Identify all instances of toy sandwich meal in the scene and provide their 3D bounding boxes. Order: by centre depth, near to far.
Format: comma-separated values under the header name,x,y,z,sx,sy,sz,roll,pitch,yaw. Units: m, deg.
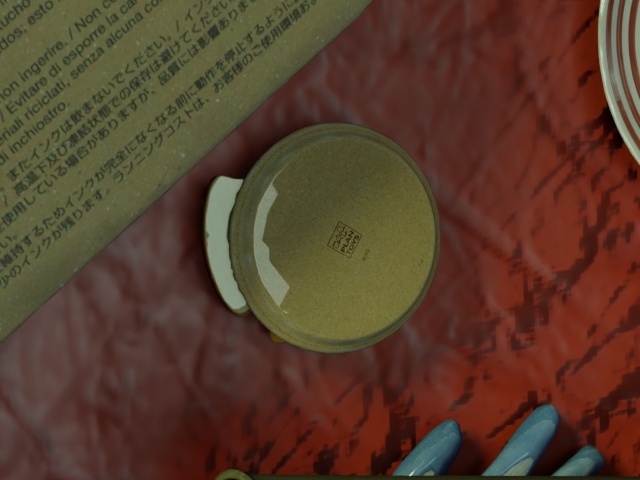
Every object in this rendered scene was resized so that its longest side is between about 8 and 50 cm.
name,x,y,z,sx,sy,sz,roll,pitch,yaw
toy sandwich meal,0.000,0.000,0.525,0.085,0.029,0.086,-1,92,-24

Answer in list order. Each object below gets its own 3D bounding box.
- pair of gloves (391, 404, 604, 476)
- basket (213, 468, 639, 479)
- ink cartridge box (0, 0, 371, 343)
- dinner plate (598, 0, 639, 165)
name,x,y,z,sx,sy,sz,roll,pitch,yaw
pair of gloves,0.072,0.165,0.566,0.159,0.023,0.198,-40,105,-11
basket,0.091,0.156,0.485,0.226,0.154,0.204,-6,92,-20
ink cartridge box,-0.123,-0.070,0.408,0.234,0.088,0.193,-43,131,-12
dinner plate,0.163,-0.075,0.581,0.141,0.017,0.141,-2,95,-20
